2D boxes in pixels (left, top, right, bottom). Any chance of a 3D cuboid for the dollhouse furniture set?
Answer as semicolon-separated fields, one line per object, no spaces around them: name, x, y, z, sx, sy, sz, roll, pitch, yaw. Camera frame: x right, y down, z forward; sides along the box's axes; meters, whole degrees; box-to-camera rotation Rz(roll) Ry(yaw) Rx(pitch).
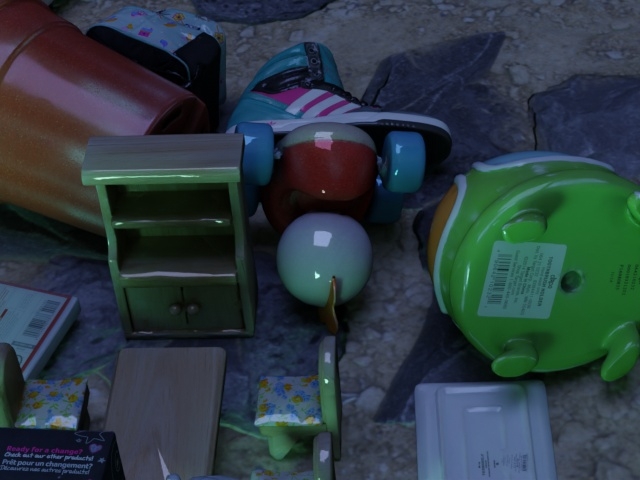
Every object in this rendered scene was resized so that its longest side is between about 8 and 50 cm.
dollhouse furniture set;-0.163;0.109;1.544;0.362;0.256;0.394;-1;43;5

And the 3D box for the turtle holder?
turtle holder;0.268;-0.001;1.638;0.320;0.243;0.227;-25;29;-8

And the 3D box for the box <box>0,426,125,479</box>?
box;-0.255;0.298;1.357;0.163;0.247;0.142;1;44;6

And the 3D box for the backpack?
backpack;-0.220;-0.228;1.978;0.188;0.166;0.144;20;45;19

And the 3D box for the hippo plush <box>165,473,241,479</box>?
hippo plush;-0.054;0.324;1.275;0.294;0.237;0.234;-39;30;-29

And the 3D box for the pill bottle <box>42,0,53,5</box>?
pill bottle;-0.430;-0.436;2.235;0.146;0.146;0.264;16;46;21

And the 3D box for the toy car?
toy car;0.000;0.000;1.737;0.219;0.210;0.238;3;70;-10

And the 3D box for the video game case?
video game case;-0.448;0.114;1.716;0.285;0.025;0.204;11;45;17

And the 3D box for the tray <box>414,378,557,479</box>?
tray;0.173;0.240;1.537;0.145;0.030;0.270;-2;43;2

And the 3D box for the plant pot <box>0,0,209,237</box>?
plant pot;-0.298;-0.132;1.834;0.265;0.272;0.272;24;50;17

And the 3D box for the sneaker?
sneaker;0.026;-0.175;1.937;0.295;0.124;0.178;1;53;8
